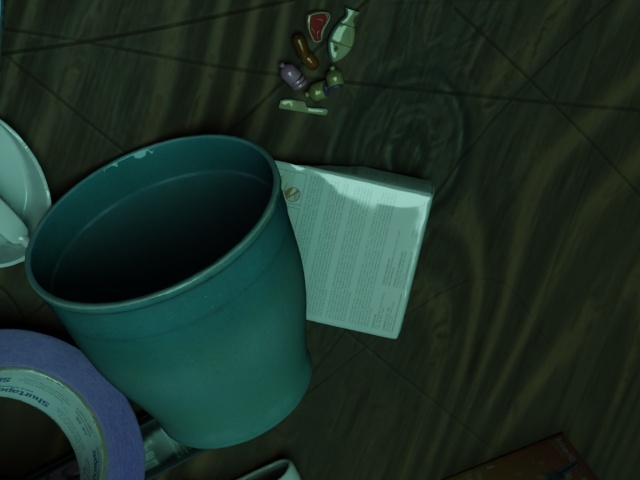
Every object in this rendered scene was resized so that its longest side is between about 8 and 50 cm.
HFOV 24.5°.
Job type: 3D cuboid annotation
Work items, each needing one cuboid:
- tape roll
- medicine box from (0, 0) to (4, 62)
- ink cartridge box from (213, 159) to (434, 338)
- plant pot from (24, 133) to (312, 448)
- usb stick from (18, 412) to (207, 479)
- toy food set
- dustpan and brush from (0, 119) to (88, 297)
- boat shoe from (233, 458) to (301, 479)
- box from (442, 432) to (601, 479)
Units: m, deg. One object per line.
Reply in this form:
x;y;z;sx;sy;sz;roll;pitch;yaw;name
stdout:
-0.328;0.235;1.553;0.275;0.274;0.090;18;148;-20;tape roll
-0.440;-0.274;1.378;0.289;0.149;0.263;2;111;-15;medicine box
0.000;0.000;1.667;0.225;0.056;0.181;13;109;1;ink cartridge box
-0.132;0.071;1.545;0.272;0.271;0.255;-24;125;-4;plant pot
-0.245;0.263;1.705;0.278;0.045;0.077;-28;107;-2;usb stick
-0.005;-0.194;1.591;0.078;0.019;0.122;7;110;-17;toy food set
-0.322;-0.011;1.555;0.147;0.060;0.211;-47;125;-10;dustpan and brush
-0.142;0.334;1.733;0.268;0.096;0.088;-19;111;-7;boat shoe
0.254;0.330;1.809;0.171;0.130;0.091;-21;114;-6;box
